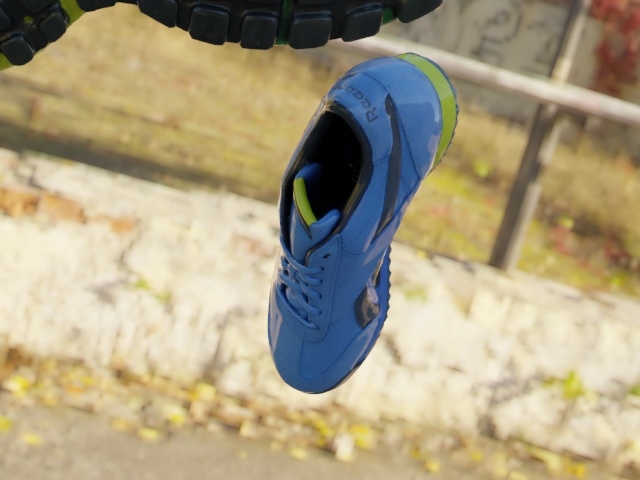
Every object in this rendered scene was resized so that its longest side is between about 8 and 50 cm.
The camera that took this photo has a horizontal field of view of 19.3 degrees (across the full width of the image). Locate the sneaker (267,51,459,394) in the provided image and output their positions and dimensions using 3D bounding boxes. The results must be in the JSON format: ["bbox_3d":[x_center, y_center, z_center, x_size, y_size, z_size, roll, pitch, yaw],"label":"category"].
[{"bbox_3d":[0.000,0.000,0.942,0.069,0.209,0.082,38,39,24],"label":"sneaker"}]

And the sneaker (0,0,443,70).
[{"bbox_3d":[-0.069,-0.158,0.759,0.344,0.134,0.146,-7,33,6],"label":"sneaker"}]
